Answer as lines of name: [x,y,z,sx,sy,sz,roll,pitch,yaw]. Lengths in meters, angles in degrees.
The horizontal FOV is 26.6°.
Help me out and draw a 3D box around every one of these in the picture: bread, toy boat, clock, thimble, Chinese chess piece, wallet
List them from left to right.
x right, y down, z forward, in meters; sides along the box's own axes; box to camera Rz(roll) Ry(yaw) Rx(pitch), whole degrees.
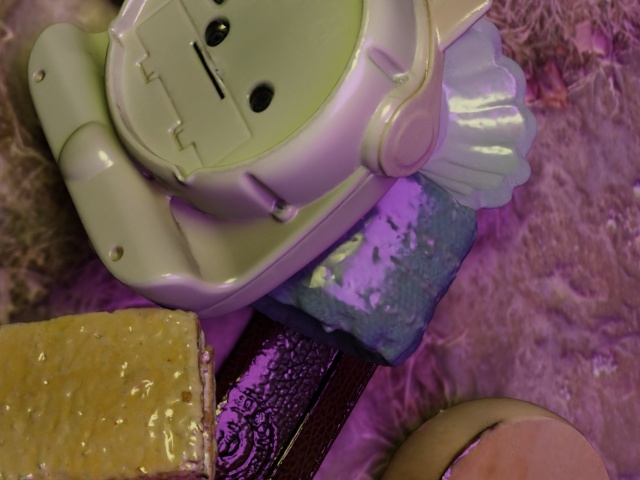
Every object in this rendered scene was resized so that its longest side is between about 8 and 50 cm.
bread: [-0.161,0.130,0.937,0.102,0.196,0.138,59,23,-60]
clock: [-0.043,-0.125,0.970,0.324,0.265,0.108,-37,146,12]
wallet: [-0.020,0.123,1.184,0.133,0.039,0.243,41,71,-26]
thimble: [0.000,0.000,1.082,0.198,0.235,0.143,37,78,-48]
toy boat: [0.068,-0.120,1.171,0.290,0.100,0.199,15,67,-44]
Chinese chess piece: [0.162,0.273,1.276,0.251,0.097,0.250,-2,94,-32]
